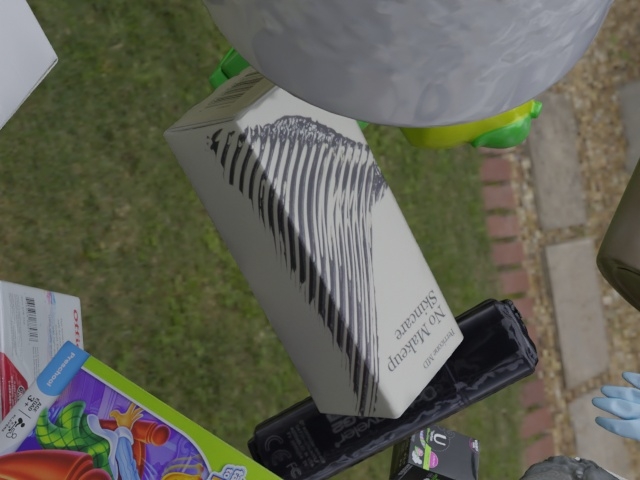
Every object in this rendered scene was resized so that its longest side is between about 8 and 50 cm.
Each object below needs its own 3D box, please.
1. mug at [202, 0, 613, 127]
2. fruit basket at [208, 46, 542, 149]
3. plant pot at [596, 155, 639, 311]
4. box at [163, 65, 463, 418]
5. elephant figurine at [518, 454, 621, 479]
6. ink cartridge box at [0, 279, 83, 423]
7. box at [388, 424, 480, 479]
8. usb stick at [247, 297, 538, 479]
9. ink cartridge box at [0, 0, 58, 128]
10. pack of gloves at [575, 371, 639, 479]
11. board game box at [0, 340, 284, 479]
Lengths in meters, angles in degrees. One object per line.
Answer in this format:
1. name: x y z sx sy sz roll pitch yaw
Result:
1. mug: 0.017 -0.266 0.600 0.328 0.374 0.276 100 -1 -64
2. fruit basket: 0.095 -0.228 1.555 0.392 0.283 0.392 12 66 -29
3. plant pot: 0.514 -0.026 1.500 0.280 0.323 0.323 -50 132 -6
4. box: 0.000 0.000 0.909 0.113 0.094 0.275 -46 117 -35
5. elephant figurine: 0.056 0.206 0.418 0.239 0.169 0.186 -41 122 -9
6. ink cartridge box: -0.296 0.110 1.022 0.176 0.127 0.128 36 47 -76
7. box: 0.124 0.240 1.265 0.083 0.052 0.062 22 47 -11
8. usb stick: 0.065 0.144 1.055 0.077 0.278 0.045 61 10 3
9. ink cartridge box: -0.388 -0.194 0.979 0.114 0.272 0.197 -60 142 -36
10. pack of gloves: 0.401 0.263 1.301 0.046 0.232 0.195 1 103 -72
11. board game box: -0.187 0.262 0.760 0.347 0.233 0.078 -53 140 -16
